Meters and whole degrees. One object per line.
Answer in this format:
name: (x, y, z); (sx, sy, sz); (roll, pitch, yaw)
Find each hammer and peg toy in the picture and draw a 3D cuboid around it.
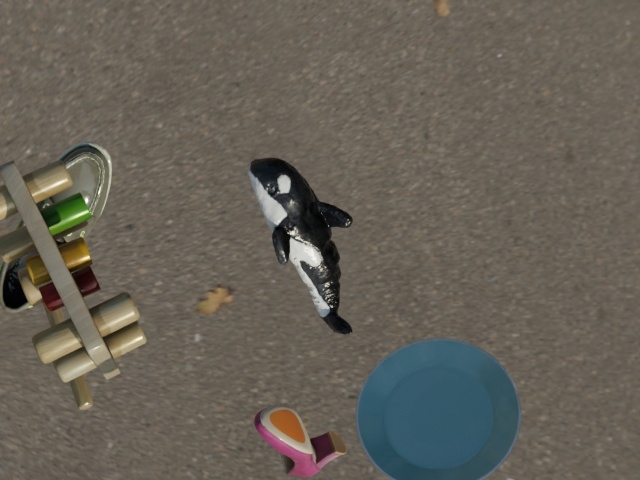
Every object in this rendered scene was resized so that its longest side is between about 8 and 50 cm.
hammer and peg toy: (-0.324, 0.064, 1.353); (0.127, 0.361, 0.265); (-26, 79, -13)

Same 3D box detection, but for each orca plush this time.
orca plush: (0.000, 0.000, 1.497); (0.102, 0.151, 0.287); (-19, 99, 16)

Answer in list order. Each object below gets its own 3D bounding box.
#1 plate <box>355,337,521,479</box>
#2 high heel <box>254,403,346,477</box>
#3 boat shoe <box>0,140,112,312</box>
plate: (0.134, 0.200, 1.187); (0.188, 0.024, 0.188); (-6, 56, 9)
high heel: (-0.063, 0.322, 1.625); (0.244, 0.117, 0.082); (29, 35, -58)
boat shoe: (-0.425, -0.017, 1.658); (0.109, 0.091, 0.305); (29, 105, -16)
